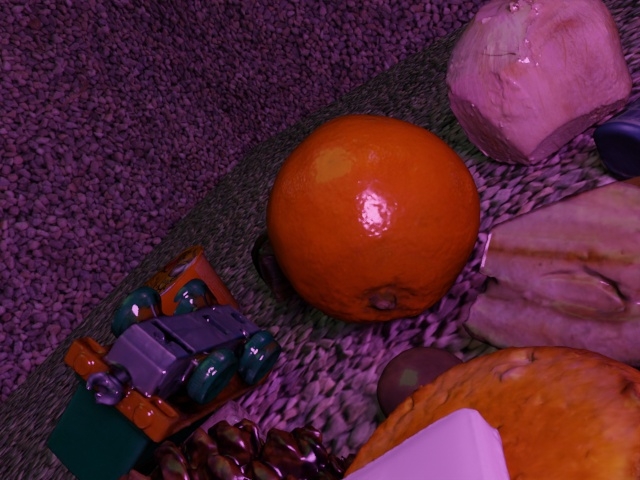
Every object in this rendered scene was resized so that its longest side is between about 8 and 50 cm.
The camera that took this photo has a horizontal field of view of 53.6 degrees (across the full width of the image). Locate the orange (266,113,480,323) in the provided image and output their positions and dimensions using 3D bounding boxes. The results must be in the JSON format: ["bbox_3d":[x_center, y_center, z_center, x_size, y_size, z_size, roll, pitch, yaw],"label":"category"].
[{"bbox_3d":[0.074,-0.029,0.921,0.312,0.312,0.312,-34,18,13],"label":"orange"}]

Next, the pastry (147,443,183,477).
[{"bbox_3d":[-0.257,0.368,0.990,0.140,0.056,0.080,-24,29,21],"label":"pastry"}]

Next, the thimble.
[{"bbox_3d":[-0.125,0.282,0.857,0.090,0.102,0.115,-40,-20,-7],"label":"thimble"}]

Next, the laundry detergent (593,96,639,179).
[{"bbox_3d":[0.509,-0.191,0.823,0.290,0.094,0.143,-36,12,-1],"label":"laundry detergent"}]

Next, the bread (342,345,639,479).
[{"bbox_3d":[0.134,0.210,0.419,0.312,0.172,0.312,-37,17,13],"label":"bread"}]

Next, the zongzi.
[{"bbox_3d":[0.000,0.000,1.299,0.288,0.134,0.286,-27,12,-8],"label":"zongzi"}]

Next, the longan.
[{"bbox_3d":[0.122,0.169,0.686,0.119,0.106,0.106,26,58,26],"label":"longan"}]

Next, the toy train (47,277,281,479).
[{"bbox_3d":[-0.217,0.210,0.929,0.249,0.178,0.429,-57,-14,9],"label":"toy train"}]

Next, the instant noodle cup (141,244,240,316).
[{"bbox_3d":[-0.296,0.141,1.419,0.215,0.172,0.216,-35,18,13],"label":"instant noodle cup"}]

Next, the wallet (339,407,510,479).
[{"bbox_3d":[0.033,0.179,0.395,0.190,0.033,0.095,-37,18,23],"label":"wallet"}]

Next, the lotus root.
[{"bbox_3d":[0.304,0.028,0.627,0.314,0.142,0.210,-7,73,51],"label":"lotus root"}]

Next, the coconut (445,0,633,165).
[{"bbox_3d":[0.362,-0.299,1.089,0.297,0.254,0.297,-35,19,14],"label":"coconut"}]

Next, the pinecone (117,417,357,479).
[{"bbox_3d":[-0.063,0.276,0.563,0.257,0.244,0.243,-19,16,-7],"label":"pinecone"}]
